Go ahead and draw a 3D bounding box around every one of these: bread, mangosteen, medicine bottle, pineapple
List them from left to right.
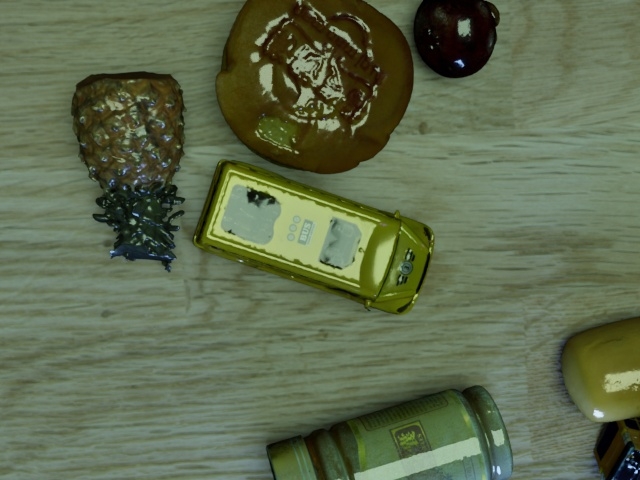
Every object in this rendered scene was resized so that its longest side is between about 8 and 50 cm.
[{"bbox_3d":[-0.253,-0.088,1.470,0.158,0.158,0.278,-4,106,-9],"label":"pineapple"},{"bbox_3d":[-0.013,-0.223,1.484,0.270,0.148,0.269,-1,94,-9],"label":"bread"},{"bbox_3d":[0.096,0.314,1.528,0.322,0.151,0.151,-16,95,-8],"label":"medicine bottle"},{"bbox_3d":[0.200,-0.299,1.535,0.140,0.140,0.140,0,93,-9],"label":"mangosteen"},{"bbox_3d":[0.467,0.182,1.594,0.217,0.098,0.147,-14,64,-11],"label":"bread"}]

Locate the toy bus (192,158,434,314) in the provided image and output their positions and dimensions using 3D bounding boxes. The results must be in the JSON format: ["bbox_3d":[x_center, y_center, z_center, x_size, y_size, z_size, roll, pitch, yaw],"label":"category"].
[{"bbox_3d":[0.000,0.000,1.497,0.331,0.151,0.145,18,88,-9],"label":"toy bus"}]

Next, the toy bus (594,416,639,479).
[{"bbox_3d":[0.520,0.334,1.615,0.201,0.114,0.098,15,118,-9],"label":"toy bus"}]
